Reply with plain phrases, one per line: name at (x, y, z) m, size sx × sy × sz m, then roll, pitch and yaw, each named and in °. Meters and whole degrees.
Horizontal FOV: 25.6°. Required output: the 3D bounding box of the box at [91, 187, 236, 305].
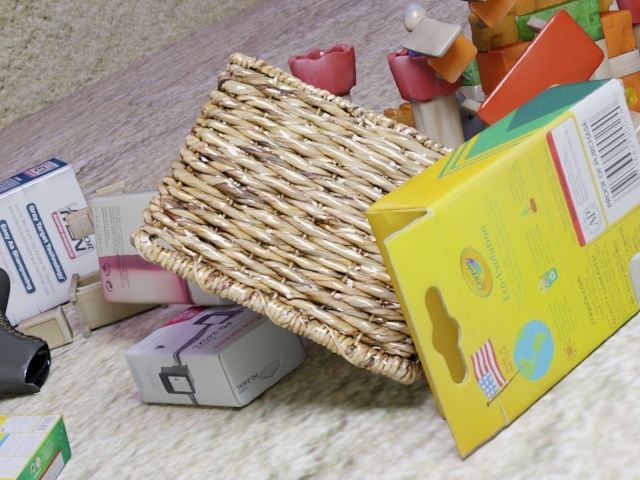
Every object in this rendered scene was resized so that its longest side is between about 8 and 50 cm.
box at (-0.129, 0.000, 1.571) m, size 0.148 × 0.127 × 0.232 m, roll -10°, pitch 6°, yaw -39°

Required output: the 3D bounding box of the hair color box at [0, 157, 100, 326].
hair color box at (-0.468, 0.039, 1.883) m, size 0.347 × 0.174 × 0.105 m, roll -25°, pitch 17°, yaw -17°

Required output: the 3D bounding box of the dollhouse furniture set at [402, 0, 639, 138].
dollhouse furniture set at (0.207, -0.130, 1.539) m, size 0.259 × 0.262 × 0.135 m, roll -52°, pitch 23°, yaw -3°

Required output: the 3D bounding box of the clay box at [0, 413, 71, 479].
clay box at (-0.367, 0.221, 1.358) m, size 0.222 × 0.053 × 0.127 m, roll -4°, pitch 21°, yaw 13°

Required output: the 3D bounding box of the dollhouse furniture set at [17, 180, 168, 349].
dollhouse furniture set at (-0.301, 0.027, 1.753) m, size 0.181 × 0.161 × 0.101 m, roll -20°, pitch 17°, yaw -1°

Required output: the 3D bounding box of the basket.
basket at (0.000, 0.000, 1.344) m, size 0.213 × 0.299 × 0.223 m, roll 85°, pitch -150°, yaw -74°

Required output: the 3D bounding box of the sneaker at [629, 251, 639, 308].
sneaker at (0.361, 0.054, 1.041) m, size 0.146 × 0.105 × 0.295 m, roll -24°, pitch 23°, yaw -18°

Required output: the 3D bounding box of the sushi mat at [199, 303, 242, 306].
sushi mat at (0.020, 0.024, 1.643) m, size 0.316 × 0.019 × 0.151 m, roll -15°, pitch 17°, yaw 17°

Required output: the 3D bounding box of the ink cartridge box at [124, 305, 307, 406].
ink cartridge box at (-0.106, 0.115, 1.429) m, size 0.150 × 0.063 × 0.109 m, roll -4°, pitch 22°, yaw 44°

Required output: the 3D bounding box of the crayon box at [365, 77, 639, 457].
crayon box at (0.164, 0.014, 1.199) m, size 0.318 × 0.202 × 0.081 m, roll -33°, pitch 21°, yaw -36°

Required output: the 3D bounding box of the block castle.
block castle at (0.218, -0.240, 1.791) m, size 0.453 × 0.213 × 0.303 m, roll -21°, pitch 17°, yaw -30°

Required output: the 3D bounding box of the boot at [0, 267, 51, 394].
boot at (-0.366, 0.110, 1.674) m, size 0.137 × 0.077 × 0.198 m, roll -8°, pitch 52°, yaw 21°
